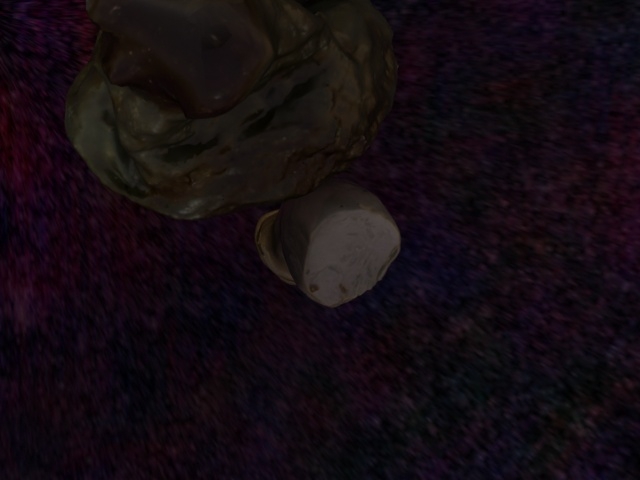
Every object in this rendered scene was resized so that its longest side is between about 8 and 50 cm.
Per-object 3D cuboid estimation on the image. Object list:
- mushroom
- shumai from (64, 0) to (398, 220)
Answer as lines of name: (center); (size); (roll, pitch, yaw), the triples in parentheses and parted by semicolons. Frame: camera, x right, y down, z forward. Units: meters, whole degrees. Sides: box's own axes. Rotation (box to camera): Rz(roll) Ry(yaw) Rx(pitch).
mushroom: (-0.001, -0.005, 1.320); (0.081, 0.223, 0.092); (-11, 96, -13)
shumai: (-0.048, -0.153, 1.155); (0.222, 0.203, 0.272); (25, 51, 3)
